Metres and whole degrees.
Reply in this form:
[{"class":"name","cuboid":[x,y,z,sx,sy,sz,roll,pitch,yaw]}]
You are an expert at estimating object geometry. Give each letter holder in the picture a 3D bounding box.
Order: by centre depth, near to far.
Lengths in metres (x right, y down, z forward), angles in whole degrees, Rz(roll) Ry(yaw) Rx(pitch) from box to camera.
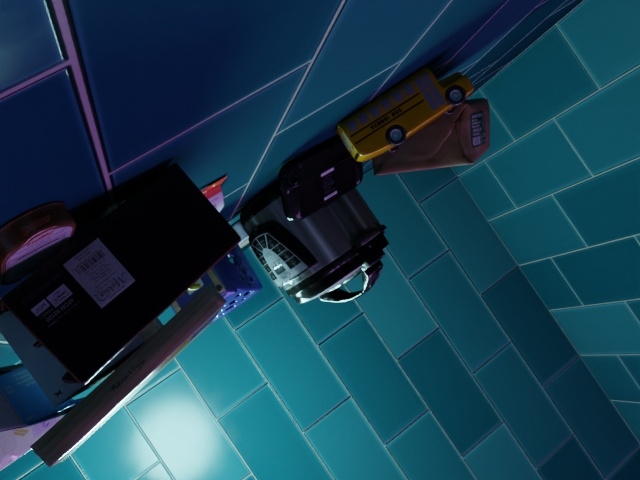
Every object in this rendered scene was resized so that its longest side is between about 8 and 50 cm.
[{"class":"letter holder","cuboid":[-0.304,0.055,0.965,0.302,0.152,0.214,-45,-169,-28]}]

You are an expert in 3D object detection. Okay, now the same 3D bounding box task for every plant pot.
[{"class":"plant pot","cuboid":[-0.352,0.116,1.934,0.236,0.236,0.212,-34,172,12]}]

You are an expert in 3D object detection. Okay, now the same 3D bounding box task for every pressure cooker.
[{"class":"pressure cooker","cuboid":[0.005,-0.003,1.961,0.375,0.420,0.370,-34,-179,8]}]

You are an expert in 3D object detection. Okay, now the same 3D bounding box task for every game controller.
[{"class":"game controller","cuboid":[0.009,-0.173,1.723,0.319,0.067,0.166,-33,134,-39]}]

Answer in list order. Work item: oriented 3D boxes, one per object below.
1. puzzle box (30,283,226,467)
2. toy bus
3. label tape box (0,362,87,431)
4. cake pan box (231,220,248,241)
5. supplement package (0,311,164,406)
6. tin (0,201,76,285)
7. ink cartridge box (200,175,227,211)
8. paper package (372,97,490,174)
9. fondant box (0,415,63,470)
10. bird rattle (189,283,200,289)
[{"class":"puzzle box","cuboid":[-0.360,0.261,1.243,0.409,0.052,0.272,-44,179,-24]},{"class":"toy bus","cuboid":[0.212,-0.322,1.608,0.333,0.130,0.108,-34,178,-3]},{"class":"label tape box","cuboid":[-0.644,0.311,1.270,0.348,0.115,0.249,-12,178,-2]},{"class":"cake pan box","cuboid":[-0.319,0.007,2.264,0.267,0.070,0.246,-34,177,19]},{"class":"supplement package","cuboid":[-0.463,0.173,1.284,0.198,0.199,0.263,-36,179,-5]},{"class":"tin","cuboid":[-0.377,0.007,0.836,0.106,0.040,0.190,-39,-178,-32]},{"class":"ink cartridge box","cuboid":[-0.261,-0.059,1.339,0.145,0.045,0.179,-34,-178,-28]},{"class":"paper package","cuboid":[0.323,-0.310,1.870,0.309,0.168,0.325,-5,-168,24]},{"class":"fondant box","cuboid":[-0.797,0.425,1.465,0.330,0.096,0.238,1,-163,26]},{"class":"bird rattle","cuboid":[-0.457,0.097,1.670,0.254,0.143,0.207,-21,168,3]}]
